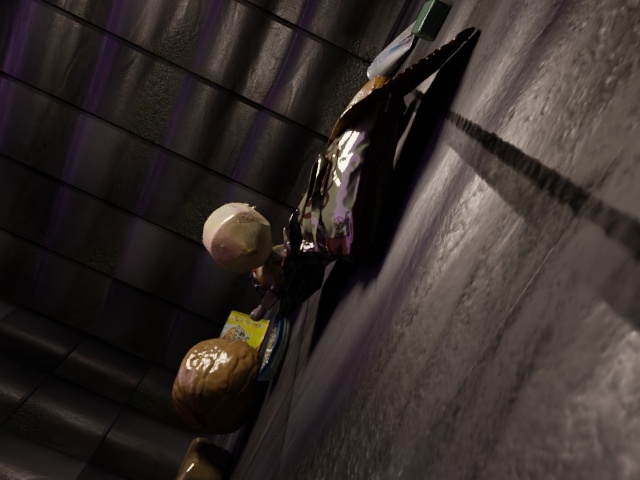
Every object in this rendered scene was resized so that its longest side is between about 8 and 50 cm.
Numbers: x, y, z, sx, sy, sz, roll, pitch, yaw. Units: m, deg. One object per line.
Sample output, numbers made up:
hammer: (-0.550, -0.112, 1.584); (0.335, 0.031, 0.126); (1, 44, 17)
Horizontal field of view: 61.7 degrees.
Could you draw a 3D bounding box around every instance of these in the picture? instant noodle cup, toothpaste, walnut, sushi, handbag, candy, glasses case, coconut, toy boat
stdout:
instant noodle cup: (-0.292, 0.356, 1.984); (0.205, 0.153, 0.205); (-63, 5, 10)
toothpaste: (0.223, -0.553, 1.582); (0.114, 0.073, 0.299); (-66, 12, -14)
walnut: (-0.231, 0.330, 1.237); (0.228, 0.228, 0.228); (-155, 90, -85)
sushi: (-0.034, 0.004, 0.964); (0.219, 0.047, 0.231); (-30, -46, -66)
handbag: (0.045, -0.077, 0.797); (0.213, 0.127, 0.235); (162, 123, -70)
candy: (-0.268, 0.531, 1.216); (0.102, 0.104, 0.234); (-61, 5, -9)
glasses case: (0.242, -0.490, 1.195); (0.077, 0.039, 0.184); (-62, 6, 21)
coconut: (-0.194, -0.006, 1.303); (0.183, 0.171, 0.171); (29, 94, 56)
toy boat: (-0.098, 0.232, 1.209); (0.229, 0.046, 0.080); (-76, 12, -66)

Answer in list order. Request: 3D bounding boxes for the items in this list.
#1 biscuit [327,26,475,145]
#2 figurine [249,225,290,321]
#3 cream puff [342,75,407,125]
biscuit: (0.112, -0.229, 0.835); (0.232, 0.013, 0.237); (-35, 3, -4)
figurine: (-0.104, 0.080, 1.438); (0.308, 0.143, 0.308); (-48, -1, -1)
cream puff: (0.106, -0.242, 1.038); (0.144, 0.103, 0.126); (-46, 20, 24)
